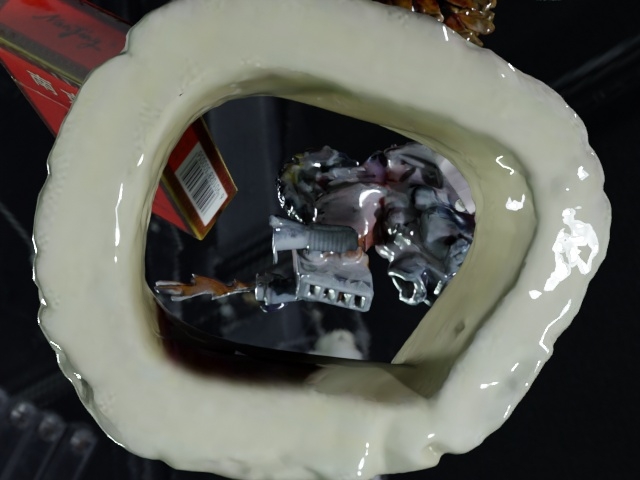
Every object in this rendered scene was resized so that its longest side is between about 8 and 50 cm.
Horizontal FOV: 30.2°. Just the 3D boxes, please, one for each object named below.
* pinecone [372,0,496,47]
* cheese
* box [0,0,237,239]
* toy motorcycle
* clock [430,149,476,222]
[{"bbox_3d":[0.067,-0.231,1.057,0.150,0.195,0.179,-54,-177,4],"label":"pinecone"},{"bbox_3d":[-0.001,0.003,0.744,0.153,0.332,0.292,-170,-90,-86],"label":"cheese"},{"bbox_3d":[-0.172,-0.106,1.005,0.153,0.240,0.074,33,-106,23],"label":"box"},{"bbox_3d":[0.046,0.001,1.103,0.401,0.134,0.207,-1,-121,-8],"label":"toy motorcycle"},{"bbox_3d":[0.131,-0.027,0.928,0.041,0.129,0.087,-33,-173,15],"label":"clock"}]
